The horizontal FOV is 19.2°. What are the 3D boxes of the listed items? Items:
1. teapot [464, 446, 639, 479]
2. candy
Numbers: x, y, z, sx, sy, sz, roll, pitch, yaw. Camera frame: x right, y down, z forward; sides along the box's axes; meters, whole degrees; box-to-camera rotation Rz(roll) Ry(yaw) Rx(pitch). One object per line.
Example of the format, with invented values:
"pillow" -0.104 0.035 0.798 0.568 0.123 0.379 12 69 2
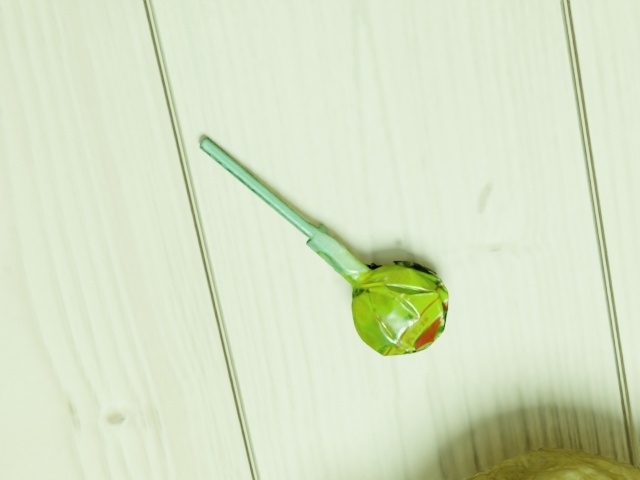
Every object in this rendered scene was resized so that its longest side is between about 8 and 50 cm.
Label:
"teapot" 0.152 0.236 1.215 0.311 0.167 0.203 10 86 -24
"candy" 0.000 0.000 1.184 0.194 0.062 0.058 41 150 -4
